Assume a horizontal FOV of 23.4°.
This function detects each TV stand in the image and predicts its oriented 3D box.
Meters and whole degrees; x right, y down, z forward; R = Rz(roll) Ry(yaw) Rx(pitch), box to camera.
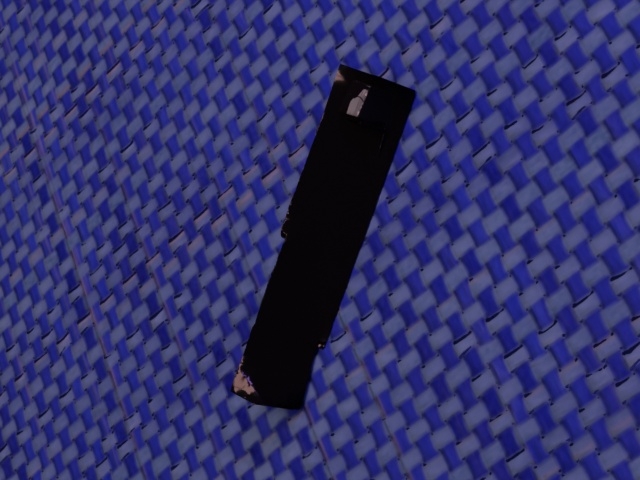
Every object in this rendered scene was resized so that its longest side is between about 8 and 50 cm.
[{"bbox_3d":[0.000,0.000,1.144,0.040,0.049,0.256,23,95,41],"label":"TV stand"}]
